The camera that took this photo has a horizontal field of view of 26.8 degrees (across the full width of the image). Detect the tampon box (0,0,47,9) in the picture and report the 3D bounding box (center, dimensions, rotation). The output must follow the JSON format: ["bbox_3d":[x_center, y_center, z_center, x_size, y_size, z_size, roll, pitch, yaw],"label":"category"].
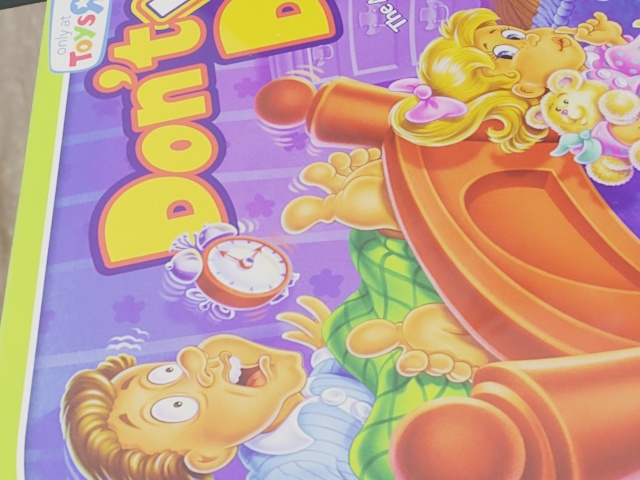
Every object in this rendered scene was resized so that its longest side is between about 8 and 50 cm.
[{"bbox_3d":[-0.181,-0.241,0.929,0.101,0.161,0.120,-79,-23,-54],"label":"tampon box"}]

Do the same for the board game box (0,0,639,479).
[{"bbox_3d":[0.032,-0.008,0.406,0.078,0.233,0.347,74,-168,-54],"label":"board game box"}]
